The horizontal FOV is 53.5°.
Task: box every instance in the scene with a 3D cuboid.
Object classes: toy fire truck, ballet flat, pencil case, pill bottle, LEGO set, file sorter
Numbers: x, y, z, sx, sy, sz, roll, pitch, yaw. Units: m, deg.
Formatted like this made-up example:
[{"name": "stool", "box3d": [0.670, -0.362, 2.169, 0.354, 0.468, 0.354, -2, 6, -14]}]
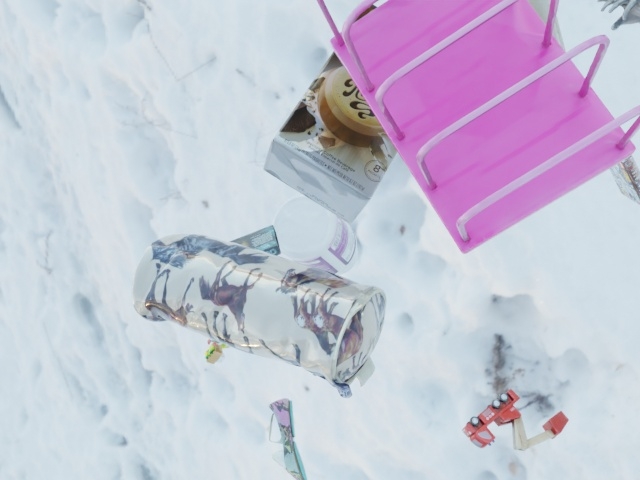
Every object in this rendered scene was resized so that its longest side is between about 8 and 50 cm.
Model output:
[{"name": "toy fire truck", "box3d": [0.412, 0.394, 1.344, 0.135, 0.192, 0.047, 49, 159, 24]}, {"name": "ballet flat", "box3d": [-0.092, 0.519, 1.632, 0.077, 0.079, 0.222, 77, 179, -62]}, {"name": "pencil case", "box3d": [-0.105, 0.107, 1.005, 0.410, 0.160, 0.184, 15, 123, 25]}, {"name": "pill bottle", "box3d": [0.000, 0.000, 1.683, 0.169, 0.301, 0.169, -5, 72, 18]}, {"name": "LEGO set", "box3d": [-0.219, 0.240, 1.601, 0.287, 0.107, 0.132, -14, 79, 36]}, {"name": "file sorter", "box3d": [0.146, -0.169, 0.615, 0.202, 0.182, 0.291, -32, 77, 8]}]

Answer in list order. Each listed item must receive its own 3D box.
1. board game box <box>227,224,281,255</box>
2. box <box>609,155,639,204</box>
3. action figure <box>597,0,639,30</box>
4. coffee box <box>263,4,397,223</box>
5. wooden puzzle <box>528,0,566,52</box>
[{"name": "board game box", "box3d": [-0.180, 0.030, 1.380, 0.126, 0.186, 0.026, -112, 1, -66]}, {"name": "box", "box3d": [0.696, -0.147, 1.441, 0.027, 0.094, 0.137, -35, 116, 8]}, {"name": "action figure", "box3d": [0.374, -0.274, 0.660, 0.140, 0.164, 0.276, 6, 70, 3]}, {"name": "coffee box", "box3d": [0.060, -0.202, 1.000, 0.168, 0.297, 0.119, 31, 159, -2]}, {"name": "wooden puzzle", "box3d": [0.324, -0.299, 1.130, 0.348, 0.080, 0.322, -179, 71, -73]}]
